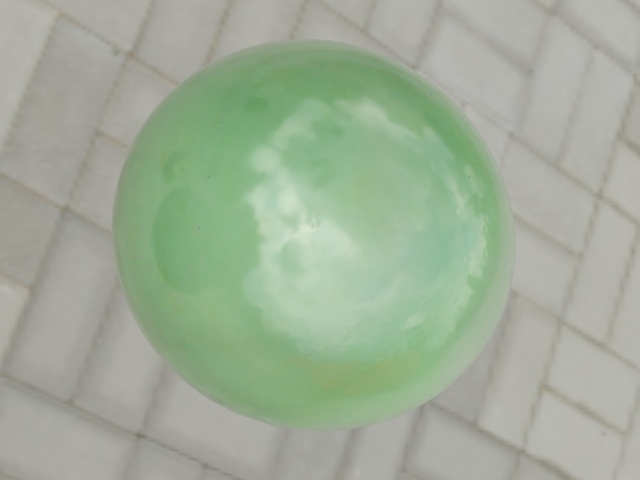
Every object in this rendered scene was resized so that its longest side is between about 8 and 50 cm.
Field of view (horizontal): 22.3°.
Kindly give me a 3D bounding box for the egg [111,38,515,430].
[{"bbox_3d":[0.000,0.000,0.935,0.270,0.220,0.220,37,64,-63],"label":"egg"}]
